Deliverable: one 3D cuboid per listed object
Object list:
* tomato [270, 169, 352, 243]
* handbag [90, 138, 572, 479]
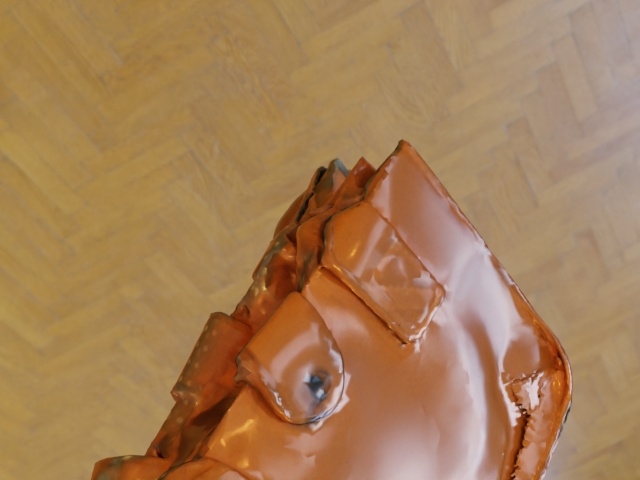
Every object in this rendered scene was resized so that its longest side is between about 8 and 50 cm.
[{"bbox_3d":[-0.004,0.000,1.429,0.101,0.228,0.228,18,142,25],"label":"tomato"},{"bbox_3d":[0.023,0.164,0.682,0.116,0.410,0.303,-9,129,46],"label":"handbag"}]
